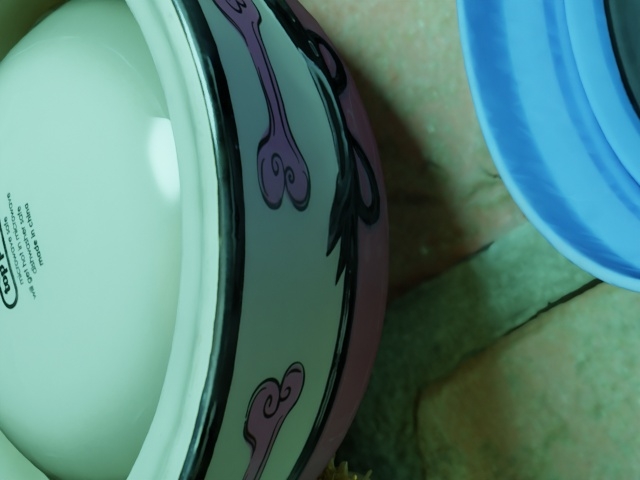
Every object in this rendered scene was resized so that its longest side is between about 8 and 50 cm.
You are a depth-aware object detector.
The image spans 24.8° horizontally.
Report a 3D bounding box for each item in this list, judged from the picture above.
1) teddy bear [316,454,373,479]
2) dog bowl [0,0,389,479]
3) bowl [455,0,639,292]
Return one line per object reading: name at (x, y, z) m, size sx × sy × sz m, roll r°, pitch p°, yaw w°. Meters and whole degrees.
teddy bear at (-0.055, 0.257, 0.860) m, size 0.245 × 0.113 × 0.338 m, roll 39°, pitch 117°, yaw 21°
dog bowl at (-0.134, 0.005, 0.784) m, size 0.408 × 0.150 × 0.407 m, roll 0°, pitch 90°, yaw 44°
bowl at (0.174, -0.169, 0.537) m, size 0.391 × 0.077 × 0.391 m, roll -175°, pitch 90°, yaw -68°
